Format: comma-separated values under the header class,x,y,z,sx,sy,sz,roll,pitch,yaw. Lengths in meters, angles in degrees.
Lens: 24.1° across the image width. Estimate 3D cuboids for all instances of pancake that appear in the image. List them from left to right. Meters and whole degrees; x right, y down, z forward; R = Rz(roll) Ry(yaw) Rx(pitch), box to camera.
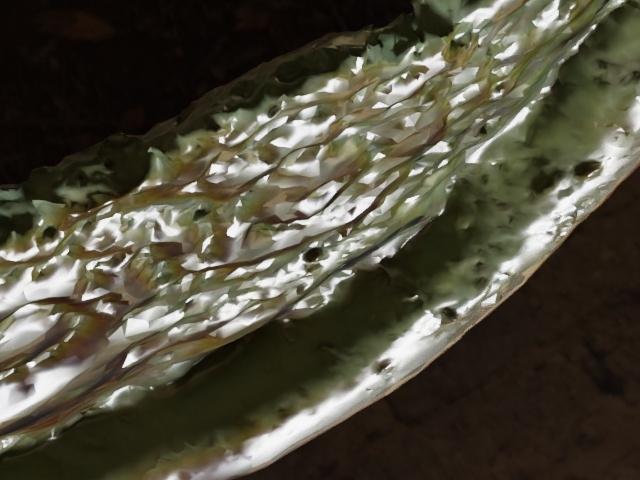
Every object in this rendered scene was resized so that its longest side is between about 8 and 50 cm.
class,x,y,z,sx,sy,sz,roll,pitch,yaw
pancake,0.001,0.002,0.549,0.426,0.067,0.305,-30,159,3
